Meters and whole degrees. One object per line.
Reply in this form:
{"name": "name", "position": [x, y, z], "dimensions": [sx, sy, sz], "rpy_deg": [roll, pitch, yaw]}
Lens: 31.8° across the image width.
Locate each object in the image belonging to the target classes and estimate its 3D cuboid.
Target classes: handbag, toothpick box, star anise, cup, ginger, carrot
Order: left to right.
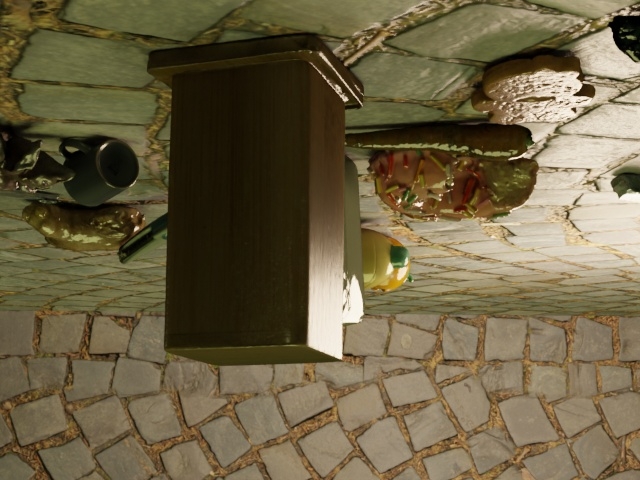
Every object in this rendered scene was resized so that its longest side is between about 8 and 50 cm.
{"name": "star anise", "position": [-0.410, -0.097, 1.430], "dimensions": [0.195, 0.065, 0.182], "rpy_deg": [9, 169, -8]}
{"name": "ginger", "position": [-0.397, -0.018, 1.887], "dimensions": [0.213, 0.074, 0.137], "rpy_deg": [0, 154, -23]}
{"name": "cup", "position": [-0.294, -0.098, 1.469], "dimensions": [0.100, 0.078, 0.077], "rpy_deg": [41, 143, -27]}
{"name": "toothpick box", "position": [-0.064, -0.032, 1.159], "dimensions": [0.188, 0.308, 0.190], "rpy_deg": [-3, 168, 16]}
{"name": "handbag", "position": [0.000, 0.000, 1.491], "dimensions": [0.079, 0.256, 0.219], "rpy_deg": [-4, 177, 14]}
{"name": "carrot", "position": [0.138, -0.124, 1.400], "dimensions": [0.254, 0.049, 0.049], "rpy_deg": [2, 170, 7]}

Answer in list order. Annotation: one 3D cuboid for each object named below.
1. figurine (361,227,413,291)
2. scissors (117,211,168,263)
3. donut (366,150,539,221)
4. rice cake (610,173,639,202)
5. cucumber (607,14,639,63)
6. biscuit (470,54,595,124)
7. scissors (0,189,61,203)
{"name": "figurine", "position": [0.069, 0.043, 2.145], "dimensions": [0.222, 0.124, 0.324], "rpy_deg": [-2, 173, -9]}
{"name": "scissors", "position": [-0.235, -0.026, 1.797], "dimensions": [0.289, 0.041, 0.138], "rpy_deg": [-30, 157, 37]}
{"name": "donut", "position": [0.169, -0.079, 1.542], "dimensions": [0.233, 0.085, 0.199], "rpy_deg": [9, 167, -37]}
{"name": "rice cake", "position": [0.537, -0.074, 1.720], "dimensions": [0.211, 0.034, 0.043], "rpy_deg": [5, 160, -25]}
{"name": "cucumber", "position": [0.377, -0.190, 1.043], "dimensions": [0.220, 0.046, 0.070], "rpy_deg": [-2, 178, 9]}
{"name": "biscuit", "position": [0.227, -0.163, 1.222], "dimensions": [0.133, 0.027, 0.184], "rpy_deg": [-4, 168, 23]}
{"name": "scissors", "position": [-0.548, -0.077, 1.671], "dimensions": [0.360, 0.029, 0.191], "rpy_deg": [9, 165, -41]}
